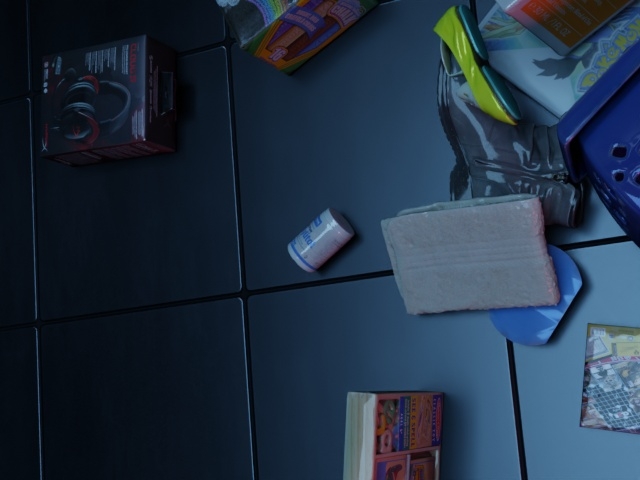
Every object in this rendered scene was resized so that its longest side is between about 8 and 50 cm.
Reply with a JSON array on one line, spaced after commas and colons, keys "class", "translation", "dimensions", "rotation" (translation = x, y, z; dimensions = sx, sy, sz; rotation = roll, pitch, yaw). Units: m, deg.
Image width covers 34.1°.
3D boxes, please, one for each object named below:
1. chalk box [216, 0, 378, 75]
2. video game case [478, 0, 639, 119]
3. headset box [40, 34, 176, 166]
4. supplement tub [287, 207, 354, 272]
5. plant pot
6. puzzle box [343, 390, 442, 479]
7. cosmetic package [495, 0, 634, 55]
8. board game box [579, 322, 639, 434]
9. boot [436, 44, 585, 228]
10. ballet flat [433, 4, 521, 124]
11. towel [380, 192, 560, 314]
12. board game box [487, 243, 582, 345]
[{"class": "chalk box", "translation": [-0.028, -0.472, 1.890], "dimensions": [0.289, 0.179, 0.180], "rotation": [-34, 68, 18]}, {"class": "video game case", "translation": [0.447, -0.369, 1.714], "dimensions": [0.300, 0.036, 0.329], "rotation": [43, 103, 25]}, {"class": "headset box", "translation": [-0.413, -0.278, 2.092], "dimensions": [0.293, 0.110, 0.218], "rotation": [-5, 80, 26]}, {"class": "supplement tub", "translation": [0.000, 0.000, 1.869], "dimensions": [0.107, 0.071, 0.071], "rotation": [-43, 67, 15]}, {"class": "plant pot", "translation": [0.478, -0.140, 1.495], "dimensions": [0.236, 0.236, 0.212], "rotation": [-47, 67, 3]}, {"class": "puzzle box", "translation": [0.115, 0.441, 1.639], "dimensions": [0.052, 0.272, 0.409], "rotation": [-1, 84, 28]}, {"class": "cosmetic package", "translation": [0.459, -0.501, 1.547], "dimensions": [0.453, 0.230, 0.161], "rotation": [-39, 61, 24]}, {"class": "board game box", "translation": [0.526, 0.218, 1.590], "dimensions": [0.243, 0.042, 0.165], "rotation": [4, 84, 27]}, {"class": "boot", "translation": [0.321, -0.178, 1.710], "dimensions": [0.222, 0.118, 0.338], "rotation": [-8, 91, 29]}, {"class": "ballet flat", "translation": [0.243, -0.267, 1.660], "dimensions": [0.077, 0.077, 0.231], "rotation": [-32, 68, 28]}, {"class": "towel", "translation": [0.242, 0.027, 1.697], "dimensions": [0.282, 0.049, 0.187], "rotation": [-5, 109, 33]}, {"class": "board game box", "translation": [0.350, 0.088, 1.702], "dimensions": [0.133, 0.033, 0.169], "rotation": [35, 99, 36]}]
